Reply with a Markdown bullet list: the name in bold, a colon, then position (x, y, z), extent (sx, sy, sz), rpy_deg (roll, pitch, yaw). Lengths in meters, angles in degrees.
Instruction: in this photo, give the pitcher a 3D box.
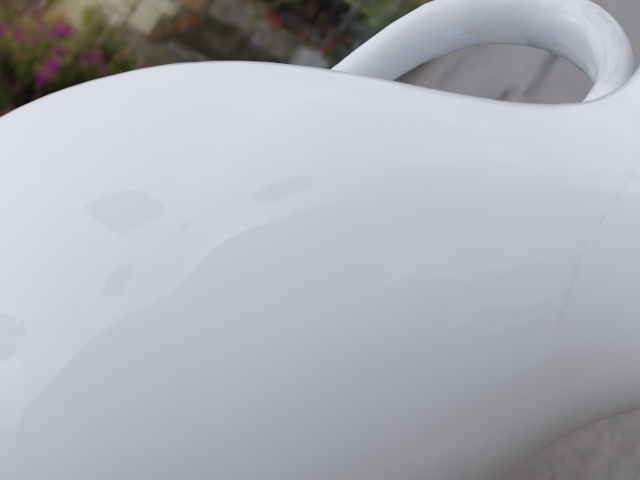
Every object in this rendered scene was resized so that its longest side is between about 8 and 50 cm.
- **pitcher**: position (0.000, 0.000, 0.451), extent (0.178, 0.207, 0.125), rpy_deg (-110, 12, -52)
